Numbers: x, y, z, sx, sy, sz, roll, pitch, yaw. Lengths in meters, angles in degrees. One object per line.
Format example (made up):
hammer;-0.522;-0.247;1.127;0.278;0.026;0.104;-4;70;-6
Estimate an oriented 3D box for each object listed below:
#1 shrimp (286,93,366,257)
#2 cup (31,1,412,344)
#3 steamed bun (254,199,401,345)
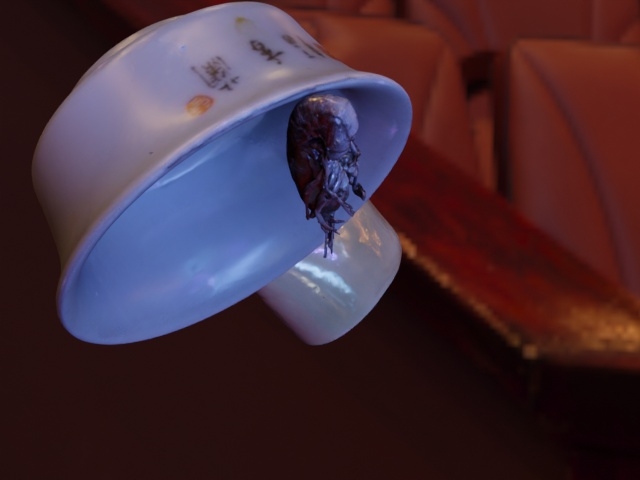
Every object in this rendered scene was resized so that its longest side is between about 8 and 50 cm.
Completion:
shrimp;0.007;-0.050;1.450;0.065;0.165;0.056;13;49;26
cup;-0.108;-0.078;1.561;0.347;0.163;0.347;-30;-21;-13
steamed bun;0.000;0.000;2.348;0.155;0.200;0.250;-28;24;23
